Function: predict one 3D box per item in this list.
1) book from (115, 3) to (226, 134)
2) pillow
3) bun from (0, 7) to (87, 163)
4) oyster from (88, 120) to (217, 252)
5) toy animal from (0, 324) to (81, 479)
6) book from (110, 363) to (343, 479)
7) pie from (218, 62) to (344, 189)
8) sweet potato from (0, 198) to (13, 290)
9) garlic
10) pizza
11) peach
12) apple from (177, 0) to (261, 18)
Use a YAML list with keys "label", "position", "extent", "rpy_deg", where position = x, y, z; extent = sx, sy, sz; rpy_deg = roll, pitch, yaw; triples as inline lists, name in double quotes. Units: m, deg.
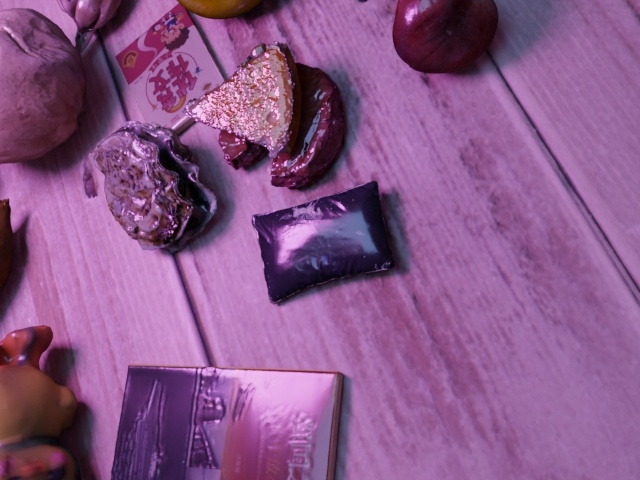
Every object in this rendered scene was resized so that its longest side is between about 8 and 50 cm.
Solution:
- label: "book"
  position: [-0.263, -0.293, 1.435]
  extent: [0.162, 0.022, 0.232]
  rpy_deg: [-36, 60, 14]
- label: "pillow"
  position: [0.000, 0.000, 1.185]
  extent: [0.208, 0.055, 0.141]
  rpy_deg: [-18, 75, 23]
- label: "bun"
  position: [-0.522, -0.271, 1.450]
  extent: [0.281, 0.204, 0.282]
  rpy_deg: [20, 113, 61]
- label: "oyster"
  position: [-0.279, -0.101, 1.343]
  extent: [0.268, 0.112, 0.198]
  rpy_deg: [53, 122, 22]
- label: "toy animal"
  position: [-0.486, 0.313, 1.265]
  extent: [0.191, 0.216, 0.338]
  rpy_deg: [-44, 59, 41]
- label: "book"
  position: [-0.149, 0.313, 1.177]
  extent: [0.373, 0.028, 0.263]
  rpy_deg: [-3, 71, 27]
- label: "pie"
  position: [-0.063, -0.183, 1.275]
  extent: [0.218, 0.054, 0.204]
  rpy_deg: [9, 79, 30]
- label: "sweet potato"
  position: [-0.652, 0.090, 1.445]
  extent: [0.158, 0.158, 0.370]
  rpy_deg: [39, 89, 32]
- label: "garlic"
  position: [-0.444, -0.432, 1.530]
  extent: [0.131, 0.127, 0.194]
  rpy_deg: [-109, 42, -70]
- label: "pizza"
  position: [-0.118, -0.206, 1.250]
  extent: [0.195, 0.052, 0.185]
  rpy_deg: [-4, 80, 20]
- label: "peach"
  position: [0.167, -0.303, 1.147]
  extent: [0.152, 0.152, 0.152]
  rpy_deg: [-9, 70, 25]
- label: "apple"
  position: [-0.165, -0.467, 1.347]
  extent: [0.196, 0.196, 0.157]
  rpy_deg: [-12, 46, 24]
